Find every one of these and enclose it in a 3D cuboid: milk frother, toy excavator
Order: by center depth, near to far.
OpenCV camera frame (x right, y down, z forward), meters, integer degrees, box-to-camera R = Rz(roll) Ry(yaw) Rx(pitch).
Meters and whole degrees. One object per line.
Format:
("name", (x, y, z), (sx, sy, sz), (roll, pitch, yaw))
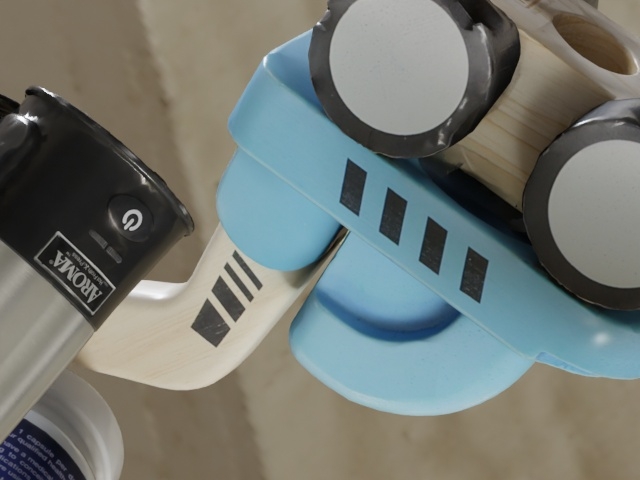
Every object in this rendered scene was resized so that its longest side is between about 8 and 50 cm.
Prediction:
("milk frother", (-0.147, 0.001, 0.745), (0.129, 0.135, 0.143), (45, 167, -19))
("toy excavator", (0.000, 0.000, 1.189), (0.433, 0.445, 0.222), (36, -153, 8))

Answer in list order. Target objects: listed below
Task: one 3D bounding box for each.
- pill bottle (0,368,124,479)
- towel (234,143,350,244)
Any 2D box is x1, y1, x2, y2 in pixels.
("pill bottle", (-0.223, 0.187, 1.179), (0.153, 0.153, 0.264), (51, -151, -11))
("towel", (0.001, -0.050, 1.453), (0.027, 0.148, 0.110), (23, -106, -69))
